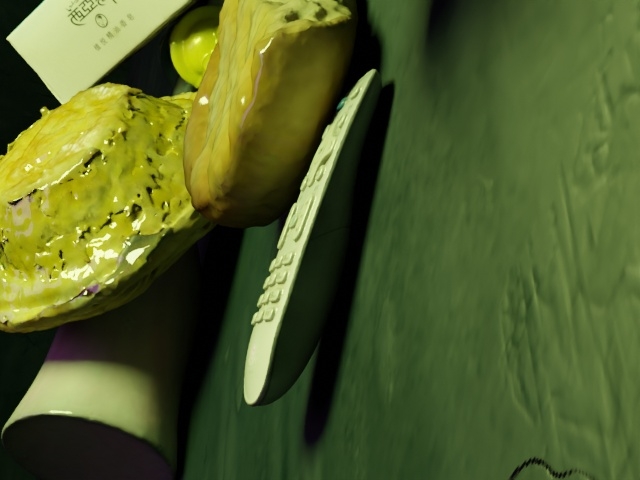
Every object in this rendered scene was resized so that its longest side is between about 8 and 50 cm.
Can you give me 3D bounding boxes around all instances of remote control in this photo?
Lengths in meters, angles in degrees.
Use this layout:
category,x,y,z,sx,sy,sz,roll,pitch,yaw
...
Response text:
category,x,y,z,sx,sy,sz,roll,pitch,yaw
remote control,0.000,0.000,0.861,0.073,0.044,0.229,145,146,-74

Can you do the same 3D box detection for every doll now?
category,x,y,z,sx,sy,sz,roll,pitch,yaw
doll,-0.134,-0.218,1.546,0.135,0.099,0.241,-37,12,-6

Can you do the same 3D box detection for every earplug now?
category,x,y,z,sx,sy,sz,roll,pitch,yaw
earplug,-0.198,0.093,1.374,0.172,0.172,0.301,121,164,-52

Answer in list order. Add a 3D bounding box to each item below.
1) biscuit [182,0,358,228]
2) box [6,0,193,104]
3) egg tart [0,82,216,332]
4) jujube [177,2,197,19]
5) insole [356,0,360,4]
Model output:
category,x,y,z,sx,sy,sz,roll,pitch,yaw
biscuit,-0.038,-0.117,1.034,0.274,0.091,0.213,-101,29,-57
box,-0.200,-0.298,1.525,0.274,0.116,0.203,-32,14,40
egg tart,-0.229,-0.053,1.333,0.341,0.132,0.341,-25,31,16
jujube,-0.288,-0.508,2.143,0.276,0.276,0.377,148,135,-72
insole,0.024,-0.205,1.062,0.152,0.002,0.053,-170,94,-77
